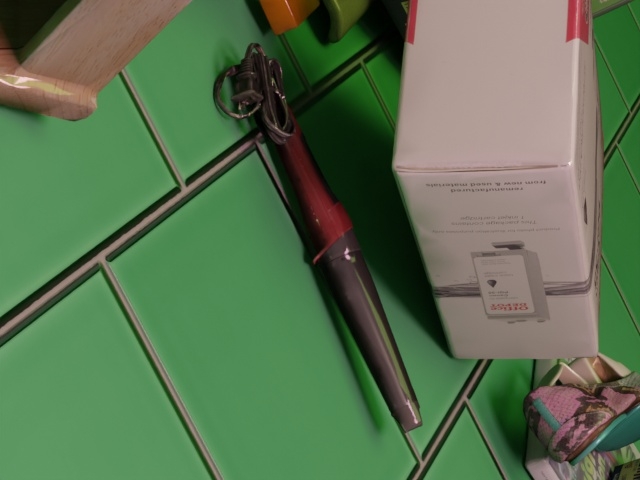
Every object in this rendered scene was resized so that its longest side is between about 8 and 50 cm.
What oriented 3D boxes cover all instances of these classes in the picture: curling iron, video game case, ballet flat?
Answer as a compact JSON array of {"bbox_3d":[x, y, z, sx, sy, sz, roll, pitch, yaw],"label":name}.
[{"bbox_3d":[0.000,0.000,1.175,0.068,0.035,0.274,-22,88,-62],"label":"curling iron"},{"bbox_3d":[0.223,0.185,1.491,0.173,0.022,0.190,56,26,-23],"label":"video game case"},{"bbox_3d":[0.214,0.127,1.422,0.079,0.077,0.221,51,19,16],"label":"ballet flat"}]

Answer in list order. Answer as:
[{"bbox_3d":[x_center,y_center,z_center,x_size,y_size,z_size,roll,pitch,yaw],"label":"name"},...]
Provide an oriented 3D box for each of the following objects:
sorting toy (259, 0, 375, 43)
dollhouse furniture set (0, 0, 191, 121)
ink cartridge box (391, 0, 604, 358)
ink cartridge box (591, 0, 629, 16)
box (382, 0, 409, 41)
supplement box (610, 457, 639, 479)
[{"bbox_3d":[-0.024,-0.265,1.370,0.229,0.041,0.307,65,23,-15],"label":"sorting toy"},{"bbox_3d":[-0.216,-0.227,0.790,0.394,0.256,0.362,12,55,-37],"label":"dollhouse furniture set"},{"bbox_3d":[0.133,-0.066,1.259,0.283,0.117,0.207,68,25,-60],"label":"ink cartridge box"},{"bbox_3d":[0.222,-0.319,1.777,0.219,0.160,0.092,67,22,0],"label":"ink cartridge box"},{"bbox_3d":[0.099,-0.232,1.501,0.233,0.059,0.183,54,30,-49],"label":"box"},{"bbox_3d":[0.291,0.218,1.471,0.083,0.083,0.056,62,23,-9],"label":"supplement box"}]
